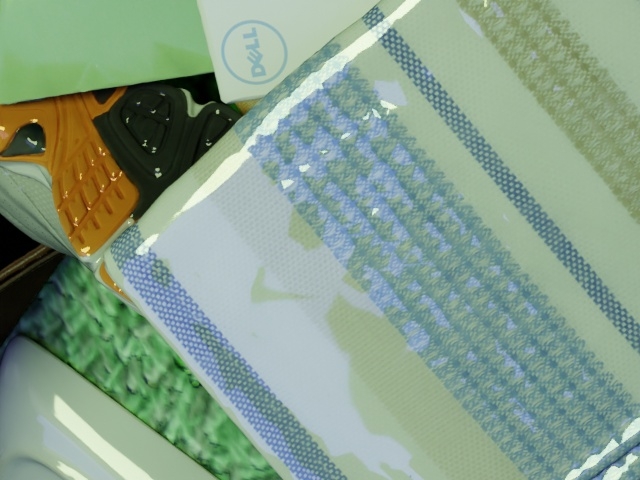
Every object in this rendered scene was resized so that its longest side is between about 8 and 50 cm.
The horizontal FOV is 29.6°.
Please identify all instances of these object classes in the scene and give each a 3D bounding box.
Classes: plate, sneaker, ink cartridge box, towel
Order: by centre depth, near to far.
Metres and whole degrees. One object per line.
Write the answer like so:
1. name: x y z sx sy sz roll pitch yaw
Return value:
1. towel: 0.080 -0.004 0.462 0.285 0.034 0.209 -41 94 12
2. ink cartridge box: -0.052 -0.140 0.478 0.235 0.056 0.171 -8 114 8
3. sneaker: -0.097 -0.023 0.595 0.262 0.099 0.121 36 164 23
4. plate: -0.136 0.234 0.796 0.278 0.045 0.277 35 129 11

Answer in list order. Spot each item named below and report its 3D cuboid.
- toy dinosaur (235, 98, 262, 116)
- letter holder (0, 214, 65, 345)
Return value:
1. toy dinosaur: 0.000 0.000 0.570 0.112 0.064 0.211 -2 114 34
2. letter holder: -0.316 0.073 0.705 0.152 0.214 0.302 45 130 2
